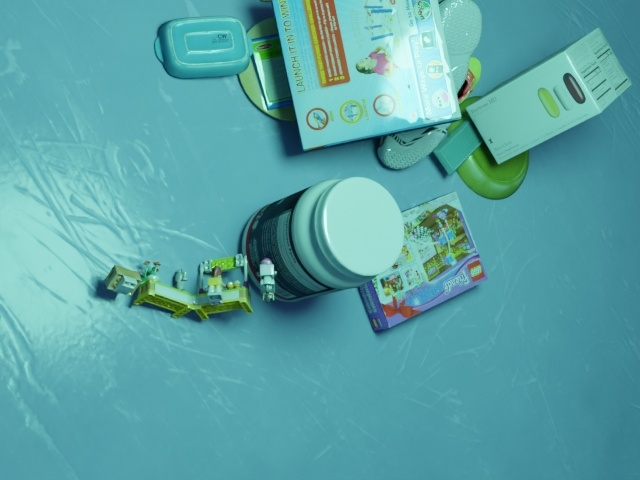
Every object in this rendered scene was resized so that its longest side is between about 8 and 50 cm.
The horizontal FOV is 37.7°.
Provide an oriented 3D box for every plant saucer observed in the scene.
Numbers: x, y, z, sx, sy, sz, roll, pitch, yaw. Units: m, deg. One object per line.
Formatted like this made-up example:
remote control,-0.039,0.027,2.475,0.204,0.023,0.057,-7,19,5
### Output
plant saucer,0.387,-0.212,2.094,0.240,0.037,0.241,8,76,-33
plant saucer,0.317,-0.219,2.017,0.192,0.018,0.067,-44,105,-33

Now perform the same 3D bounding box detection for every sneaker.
sneaker,0.190,-0.339,1.937,0.137,0.210,0.366,14,107,-30
sneaker,0.301,-0.337,2.029,0.081,0.094,0.208,50,57,-13

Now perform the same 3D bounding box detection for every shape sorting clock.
shape sorting clock,-0.065,-0.332,1.817,0.206,0.040,0.206,2,86,-26

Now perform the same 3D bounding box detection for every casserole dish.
casserole dish,-0.207,-0.358,1.712,0.188,0.037,0.114,-9,85,-24

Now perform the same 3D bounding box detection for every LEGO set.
LEGO set,-0.219,0.059,1.596,0.286,0.132,0.107,2,60,-10

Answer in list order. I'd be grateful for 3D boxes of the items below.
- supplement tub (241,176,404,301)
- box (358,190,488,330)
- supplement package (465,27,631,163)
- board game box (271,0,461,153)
supplement tub,0.000,0.000,1.648,0.191,0.272,0.191,8,75,-32
box,0.194,0.037,1.899,0.293,0.057,0.201,-21,91,-35
supplement package,0.480,-0.305,1.978,0.204,0.261,0.145,-36,96,-47
board game box,0.082,-0.343,1.755,0.301,0.086,0.308,-11,92,-2
